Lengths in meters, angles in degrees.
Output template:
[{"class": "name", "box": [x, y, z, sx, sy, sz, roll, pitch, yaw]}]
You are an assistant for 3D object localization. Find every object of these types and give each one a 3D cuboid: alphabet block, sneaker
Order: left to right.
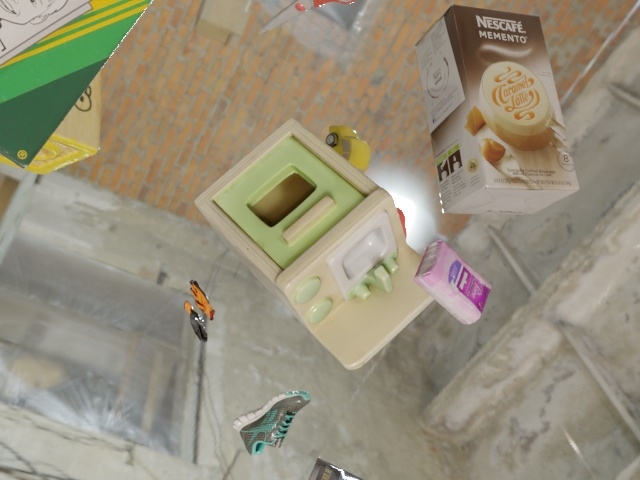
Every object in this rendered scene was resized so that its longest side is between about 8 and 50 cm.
[{"class": "alphabet block", "box": [-0.554, -0.261, 1.356, 0.194, 0.192, 0.197, -14, -109, 35]}, {"class": "sneaker", "box": [-0.073, 0.309, 1.188, 0.166, 0.065, 0.076, -37, -119, 30]}]

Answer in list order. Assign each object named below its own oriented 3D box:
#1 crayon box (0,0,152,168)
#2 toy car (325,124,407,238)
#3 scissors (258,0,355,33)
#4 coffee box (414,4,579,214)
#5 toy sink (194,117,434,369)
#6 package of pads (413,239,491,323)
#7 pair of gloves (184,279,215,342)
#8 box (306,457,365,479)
[{"class": "crayon box", "box": [-0.297, -0.289, 0.536, 0.106, 0.363, 0.313, 22, -104, 52]}, {"class": "toy car", "box": [0.052, -0.057, 1.095, 0.053, 0.239, 0.225, -21, -167, 37]}, {"class": "scissors", "box": [-0.014, -0.370, 1.109, 0.297, 0.109, 0.021, -31, -145, 64]}, {"class": "coffee box", "box": [0.220, -0.163, 0.900, 0.098, 0.141, 0.246, 140, -54, -62]}, {"class": "toy sink", "box": [0.000, 0.000, 0.774, 0.153, 0.131, 0.234, -41, -120, -9]}, {"class": "package of pads", "box": [0.137, 0.044, 0.731, 0.032, 0.083, 0.050, -22, -148, 52]}, {"class": "pair of gloves", "box": [-0.175, 0.101, 1.005, 0.074, 0.010, 0.083, 52, -40, 33]}, {"class": "box", "box": [0.042, 0.442, 1.037, 0.231, 0.183, 0.056, -52, 166, -70]}]
